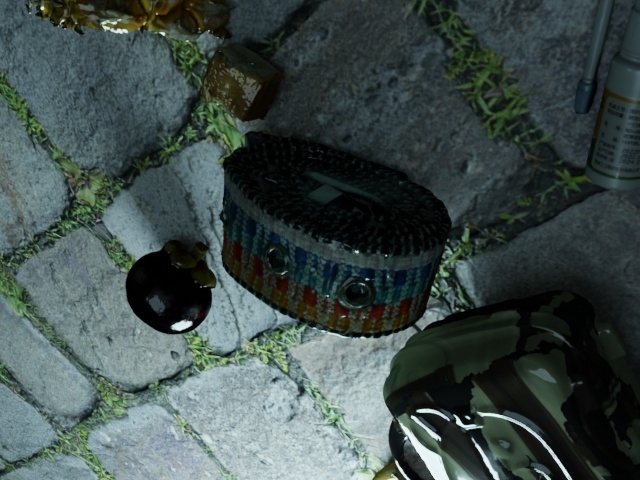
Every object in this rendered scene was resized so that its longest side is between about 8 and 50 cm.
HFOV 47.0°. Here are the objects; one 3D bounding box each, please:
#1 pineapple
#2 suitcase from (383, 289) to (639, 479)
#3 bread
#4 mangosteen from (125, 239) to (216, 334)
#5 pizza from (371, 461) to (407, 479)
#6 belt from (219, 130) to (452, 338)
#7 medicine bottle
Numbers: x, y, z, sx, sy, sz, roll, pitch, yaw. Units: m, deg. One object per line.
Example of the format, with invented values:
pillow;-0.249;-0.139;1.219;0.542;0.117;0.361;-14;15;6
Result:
pineapple;-0.275;-0.336;0.857;0.334;0.158;0.161;27;129;14
suitcase;0.242;0.240;0.911;0.339;0.194;0.352;-23;105;44
bread;-0.095;-0.194;0.903;0.083;0.076;0.070;35;119;6
mangosteen;-0.220;0.065;1.115;0.137;0.137;0.151;36;96;5
pizza;0.136;0.423;1.183;0.130;0.041;0.178;11;124;27
belt;0.000;0.000;0.883;0.295;0.207;0.161;21;125;19
medicine bottle;0.295;-0.162;0.711;0.092;0.061;0.221;29;131;36
